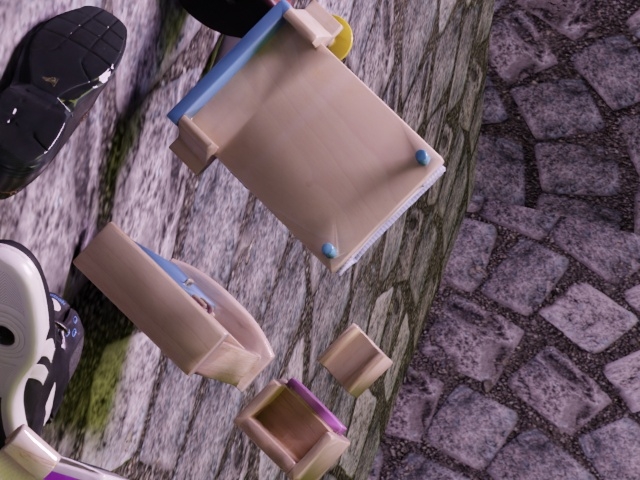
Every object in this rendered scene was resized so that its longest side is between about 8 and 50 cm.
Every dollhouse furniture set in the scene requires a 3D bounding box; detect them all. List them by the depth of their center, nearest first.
[{"bbox_3d":[0.000,0.000,1.265,0.303,0.286,0.198,-47,166,1],"label":"dollhouse furniture set"}]

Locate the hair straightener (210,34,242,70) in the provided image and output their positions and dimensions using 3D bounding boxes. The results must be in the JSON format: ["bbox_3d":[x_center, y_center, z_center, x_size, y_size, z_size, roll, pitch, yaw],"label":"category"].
[{"bbox_3d":[-0.060,-0.231,1.432,0.089,0.047,0.230,82,26,-61],"label":"hair straightener"}]

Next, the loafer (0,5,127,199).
[{"bbox_3d":[-0.187,-0.098,1.022,0.170,0.062,0.061,-60,-177,-41],"label":"loafer"}]

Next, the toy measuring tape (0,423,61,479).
[{"bbox_3d":[-0.249,0.246,0.897,0.330,0.121,0.121,-55,159,-29],"label":"toy measuring tape"}]

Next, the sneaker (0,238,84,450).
[{"bbox_3d":[-0.212,0.056,1.038,0.121,0.079,0.217,-67,173,-48],"label":"sneaker"}]

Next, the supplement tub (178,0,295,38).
[{"bbox_3d":[-0.049,-0.280,1.290,0.106,0.106,0.197,79,28,-63],"label":"supplement tub"}]

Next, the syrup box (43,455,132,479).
[{"bbox_3d":[-0.229,0.285,1.157,0.093,0.096,0.236,54,52,-74],"label":"syrup box"}]
